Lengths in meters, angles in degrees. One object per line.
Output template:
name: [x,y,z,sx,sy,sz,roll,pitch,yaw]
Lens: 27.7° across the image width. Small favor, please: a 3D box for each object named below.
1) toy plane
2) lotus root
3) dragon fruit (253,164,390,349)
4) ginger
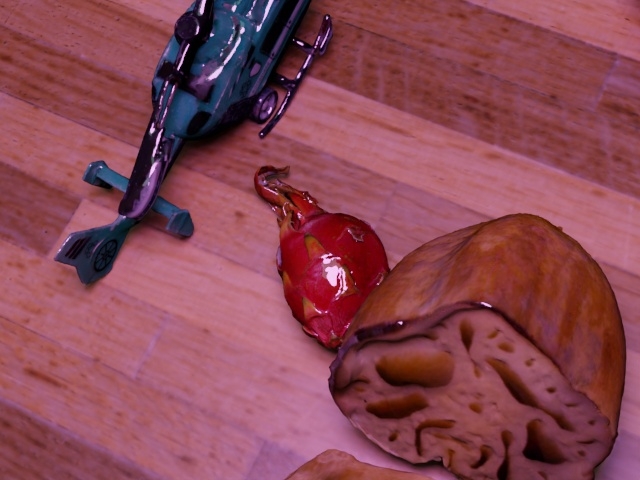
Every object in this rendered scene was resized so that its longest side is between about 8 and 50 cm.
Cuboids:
toy plane: [-0.103,-0.130,1.094,0.106,0.155,0.382,30,91,18]
lotus root: [0.126,0.071,0.978,0.199,0.188,0.180,-23,29,36]
dragon fruit: [0.000,0.000,1.056,0.094,0.094,0.190,-22,57,-2]
ginger: [0.027,0.211,0.967,0.190,0.069,0.095,6,63,12]
